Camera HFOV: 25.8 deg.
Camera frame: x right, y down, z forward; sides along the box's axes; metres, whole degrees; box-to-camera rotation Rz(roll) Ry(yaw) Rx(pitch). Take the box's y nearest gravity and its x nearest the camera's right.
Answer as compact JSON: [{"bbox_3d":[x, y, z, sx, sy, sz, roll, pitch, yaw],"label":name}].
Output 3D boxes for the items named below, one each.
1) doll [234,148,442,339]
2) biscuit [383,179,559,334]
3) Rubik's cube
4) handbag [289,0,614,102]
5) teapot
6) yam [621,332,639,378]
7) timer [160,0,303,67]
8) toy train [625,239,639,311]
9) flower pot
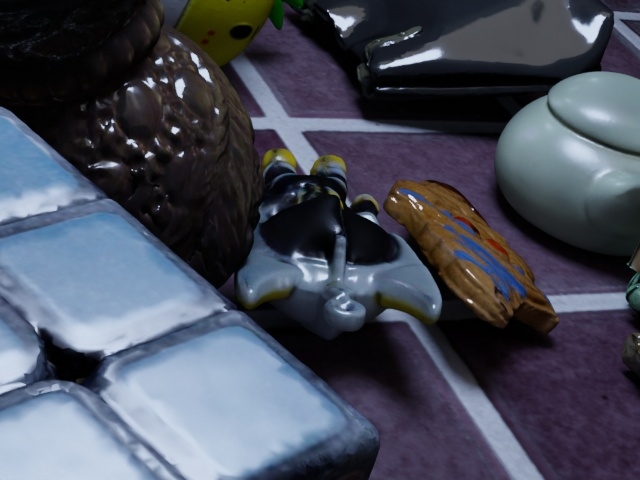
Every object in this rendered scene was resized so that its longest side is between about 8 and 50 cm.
[{"bbox_3d":[-0.005,0.000,1.153,0.145,0.103,0.316,29,19,-19],"label":"doll"},{"bbox_3d":[0.129,0.004,1.220,0.183,0.043,0.280,39,17,-14],"label":"biscuit"},{"bbox_3d":[-0.206,0.153,0.634,0.301,0.304,0.305,37,35,29],"label":"Rubik's cube"},{"bbox_3d":[0.136,-0.245,1.571,0.288,0.152,0.342,-9,36,-18],"label":"handbag"},{"bbox_3d":[0.326,-0.090,1.406,0.318,0.149,0.220,-16,46,-40],"label":"teapot"},{"bbox_3d":[0.370,0.108,1.217,0.241,0.057,0.057,6,33,-22],"label":"yam"},{"bbox_3d":[-0.122,-0.284,1.407,0.285,0.285,0.285,12,32,-8],"label":"timer"},{"bbox_3d":[0.358,0.018,1.283,0.176,0.118,0.074,-12,44,-35],"label":"toy train"},{"bbox_3d":[-0.186,-0.107,1.012,0.266,0.267,0.267,-6,37,4],"label":"flower pot"}]
